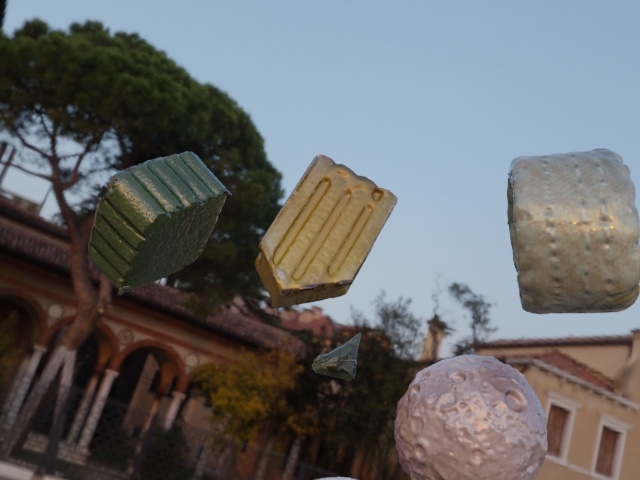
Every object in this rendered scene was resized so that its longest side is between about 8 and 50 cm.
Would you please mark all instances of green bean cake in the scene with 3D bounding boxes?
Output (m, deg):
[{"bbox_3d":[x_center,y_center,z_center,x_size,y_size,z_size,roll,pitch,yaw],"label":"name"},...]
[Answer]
[{"bbox_3d":[-0.339,-0.040,1.554,0.156,0.247,0.250,45,-49,14],"label":"green bean cake"}]

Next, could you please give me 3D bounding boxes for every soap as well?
[{"bbox_3d":[0.000,0.000,1.226,0.160,0.258,0.080,29,-27,4],"label":"soap"}]

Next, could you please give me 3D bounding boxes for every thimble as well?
[{"bbox_3d":[0.419,-0.006,1.273,0.195,0.292,0.291,-3,-22,13],"label":"thimble"}]

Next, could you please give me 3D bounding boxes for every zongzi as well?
[{"bbox_3d":[0.038,0.267,1.804,0.109,0.119,0.055,14,-16,-14],"label":"zongzi"}]

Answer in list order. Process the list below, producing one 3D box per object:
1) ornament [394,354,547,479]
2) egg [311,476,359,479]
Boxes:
[{"bbox_3d":[0.249,0.328,1.270,0.259,0.225,0.259,4,-47,4],"label":"ornament"},{"bbox_3d":[0.010,0.603,1.376,0.354,0.355,0.340,9,-25,27],"label":"egg"}]
